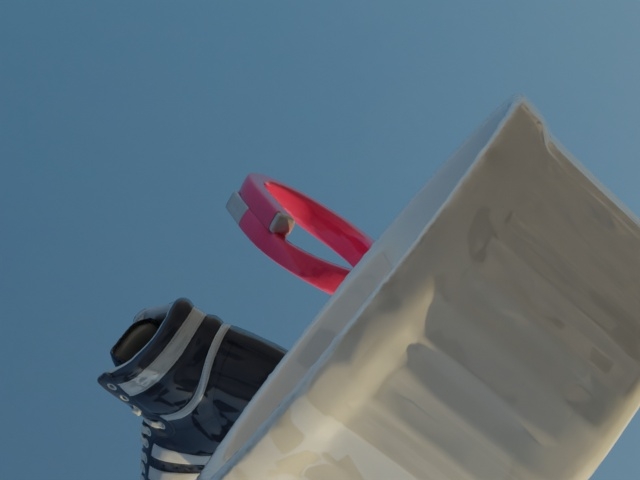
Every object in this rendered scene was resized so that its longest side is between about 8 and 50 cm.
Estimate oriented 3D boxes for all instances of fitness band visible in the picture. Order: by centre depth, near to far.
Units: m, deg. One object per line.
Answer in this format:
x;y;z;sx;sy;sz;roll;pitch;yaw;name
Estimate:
0.000;0.000;1.746;0.209;0.054;0.291;24;-168;-26;fitness band

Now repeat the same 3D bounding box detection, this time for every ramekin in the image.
0.067;0.069;0.768;0.135;0.277;0.277;39;-141;-2;ramekin

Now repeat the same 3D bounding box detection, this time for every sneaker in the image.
-0.127;0.162;1.204;0.153;0.282;0.099;31;-145;-5;sneaker
